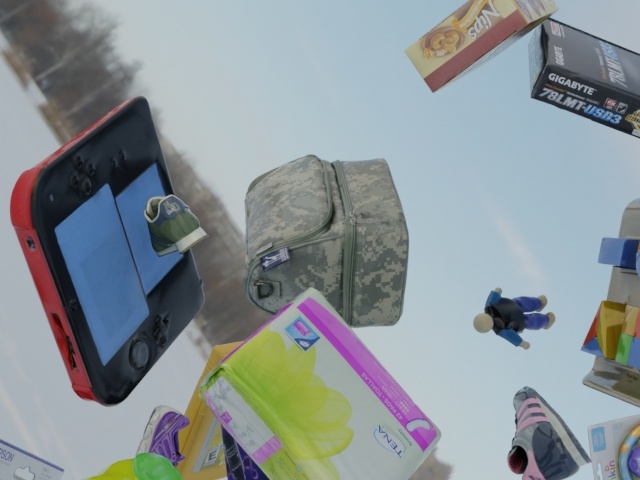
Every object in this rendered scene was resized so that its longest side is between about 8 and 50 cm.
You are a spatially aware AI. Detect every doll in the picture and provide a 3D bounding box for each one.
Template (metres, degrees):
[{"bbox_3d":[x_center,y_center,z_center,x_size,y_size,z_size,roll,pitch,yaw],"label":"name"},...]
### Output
[{"bbox_3d":[0.359,0.146,2.003,0.046,0.189,0.129,-43,-120,44],"label":"doll"}]

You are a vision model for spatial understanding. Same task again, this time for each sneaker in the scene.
[{"bbox_3d":[0.390,0.366,2.005,0.112,0.131,0.319,53,2,-7],"label":"sneaker"},{"bbox_3d":[-0.221,-0.028,1.566,0.086,0.064,0.192,57,-18,-10],"label":"sneaker"},{"bbox_3d":[-0.243,0.333,1.607,0.071,0.170,0.068,20,4,-2],"label":"sneaker"}]

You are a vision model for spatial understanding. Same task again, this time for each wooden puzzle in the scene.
[{"bbox_3d":[0.516,0.086,1.739,0.080,0.347,0.322,16,-1,-8],"label":"wooden puzzle"}]

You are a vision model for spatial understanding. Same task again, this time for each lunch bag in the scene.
[{"bbox_3d":[0.000,0.000,1.764,0.305,0.256,0.212,-98,-173,-59],"label":"lunch bag"}]

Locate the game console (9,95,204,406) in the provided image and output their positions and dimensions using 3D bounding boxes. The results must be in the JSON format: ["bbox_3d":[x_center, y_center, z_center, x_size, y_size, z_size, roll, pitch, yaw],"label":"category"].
[{"bbox_3d":[-0.301,0.017,1.618,0.060,0.342,0.386,2,-60,28],"label":"game console"}]

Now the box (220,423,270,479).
[{"bbox_3d":[-0.078,0.371,1.838,0.153,0.108,0.207,-23,-109,47],"label":"box"}]

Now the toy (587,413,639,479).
[{"bbox_3d":[0.500,0.311,1.535,0.056,0.237,0.137,178,-96,-66],"label":"toy"}]

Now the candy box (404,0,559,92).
[{"bbox_3d":[0.270,-0.344,1.750,0.087,0.183,0.316,55,26,0],"label":"candy box"}]

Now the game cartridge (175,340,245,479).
[{"bbox_3d":[-0.147,0.330,2.101,0.285,0.323,0.053,-4,37,-47],"label":"game cartridge"}]

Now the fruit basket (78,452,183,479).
[{"bbox_3d":[-0.268,0.413,1.203,0.283,0.392,0.392,42,-15,36],"label":"fruit basket"}]

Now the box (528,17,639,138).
[{"bbox_3d":[0.495,-0.261,1.801,0.293,0.073,0.295,22,27,-1],"label":"box"}]

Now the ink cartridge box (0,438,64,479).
[{"bbox_3d":[-0.611,0.535,1.981,0.072,0.307,0.303,10,-21,16],"label":"ink cartridge box"}]

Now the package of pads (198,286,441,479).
[{"bbox_3d":[0.001,0.242,1.488,0.296,0.229,0.101,48,-43,3],"label":"package of pads"}]
